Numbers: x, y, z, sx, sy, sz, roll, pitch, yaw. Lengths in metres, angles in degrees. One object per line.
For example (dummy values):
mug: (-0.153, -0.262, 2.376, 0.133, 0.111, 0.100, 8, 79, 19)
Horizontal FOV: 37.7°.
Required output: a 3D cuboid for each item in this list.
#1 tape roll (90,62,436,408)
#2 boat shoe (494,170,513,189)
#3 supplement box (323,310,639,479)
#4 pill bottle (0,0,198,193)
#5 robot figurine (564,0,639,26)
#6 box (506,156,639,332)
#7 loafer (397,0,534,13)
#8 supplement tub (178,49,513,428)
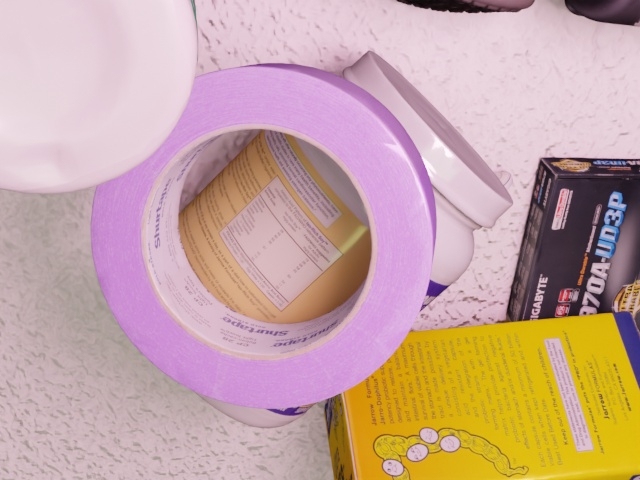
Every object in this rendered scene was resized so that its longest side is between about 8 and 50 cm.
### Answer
tape roll: (-0.043, -0.006, 0.772, 0.274, 0.090, 0.275, 2, 103, 10)
boat shoe: (0.166, -0.059, 1.052, 0.100, 0.035, 0.035, -22, 124, 11)
supplement box: (0.196, 0.226, 1.093, 0.356, 0.195, 0.194, -5, 146, -7)
pill bottle: (-0.200, -0.200, 0.719, 0.204, 0.361, 0.204, -4, 120, -7)
robot figurine: (0.330, -0.278, 0.861, 0.278, 0.209, 0.174, 1, 111, -21)
box: (0.328, 0.010, 1.107, 0.175, 0.051, 0.220, 1, 120, -10)
loafer: (0.051, -0.303, 0.834, 0.366, 0.134, 0.130, 16, 96, -25)
supplement tub: (0.000, 0.000, 0.937, 0.331, 0.241, 0.241, -43, 117, 16)
